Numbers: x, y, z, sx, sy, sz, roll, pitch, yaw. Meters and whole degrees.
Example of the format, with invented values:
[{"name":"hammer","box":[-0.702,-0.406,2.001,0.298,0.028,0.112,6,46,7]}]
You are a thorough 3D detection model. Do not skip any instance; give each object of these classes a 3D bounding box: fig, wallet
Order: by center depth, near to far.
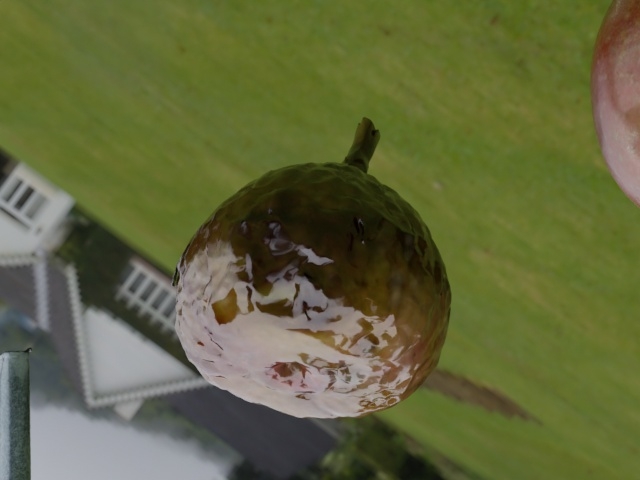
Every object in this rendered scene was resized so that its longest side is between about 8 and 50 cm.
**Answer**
[{"name":"wallet","box":[-0.291,0.191,1.348,0.036,0.167,0.222,3,168,-21]},{"name":"fig","box":[0.000,0.000,1.572,0.286,0.286,0.369,37,-140,-25]}]

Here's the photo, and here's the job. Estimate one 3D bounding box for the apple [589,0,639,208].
[{"name":"apple","box":[0.444,-0.152,1.531,0.348,0.348,0.277,36,165,5]}]
